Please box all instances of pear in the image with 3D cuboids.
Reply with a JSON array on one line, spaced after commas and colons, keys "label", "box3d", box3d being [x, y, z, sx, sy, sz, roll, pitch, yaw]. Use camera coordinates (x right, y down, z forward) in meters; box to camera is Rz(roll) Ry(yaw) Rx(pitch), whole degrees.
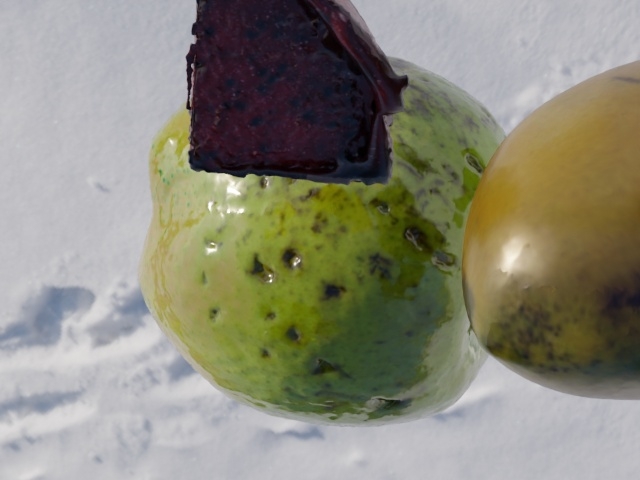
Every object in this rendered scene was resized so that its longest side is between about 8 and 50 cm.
[{"label": "pear", "box3d": [0.000, 0.000, 0.887, 0.391, 0.391, 0.391, 19, 131, 23]}]

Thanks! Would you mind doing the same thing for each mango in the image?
[{"label": "mango", "box3d": [0.216, -0.007, 0.444, 0.317, 0.211, 0.173, -6, 129, -11]}]

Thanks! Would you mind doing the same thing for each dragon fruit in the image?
[{"label": "dragon fruit", "box3d": [-0.017, -0.116, 0.529, 0.120, 0.127, 0.161, 0, 129, -8]}]
